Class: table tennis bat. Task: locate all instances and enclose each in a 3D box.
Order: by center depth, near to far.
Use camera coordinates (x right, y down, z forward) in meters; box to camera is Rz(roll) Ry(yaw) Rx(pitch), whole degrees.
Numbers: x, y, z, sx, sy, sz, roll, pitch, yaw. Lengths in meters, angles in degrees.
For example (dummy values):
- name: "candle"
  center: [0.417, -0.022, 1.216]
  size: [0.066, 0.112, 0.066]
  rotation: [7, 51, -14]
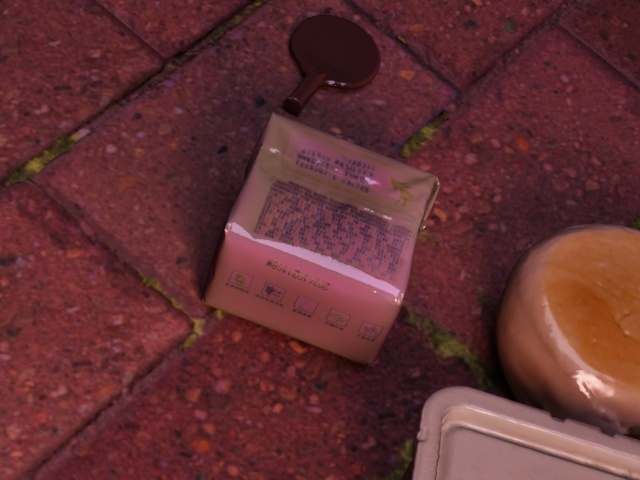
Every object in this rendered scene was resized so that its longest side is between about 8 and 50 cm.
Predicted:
- name: "table tennis bat"
  center: [0.021, -0.230, 2.231]
  size: [0.107, 0.119, 0.170]
  rotation: [32, 48, 4]

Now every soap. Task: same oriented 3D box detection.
- name: "soap"
  center: [0.000, 0.000, 2.036]
  size: [0.199, 0.138, 0.182]
  rotation: [22, 49, -4]

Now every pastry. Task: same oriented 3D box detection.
- name: "pastry"
  center: [0.303, 0.103, 2.081]
  size: [0.265, 0.133, 0.264]
  rotation: [11, 53, -15]

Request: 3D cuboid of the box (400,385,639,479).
- name: "box"
  center: [0.207, 0.284, 1.877]
  size: [0.312, 0.182, 0.175]
  rotation: [18, 50, -8]
